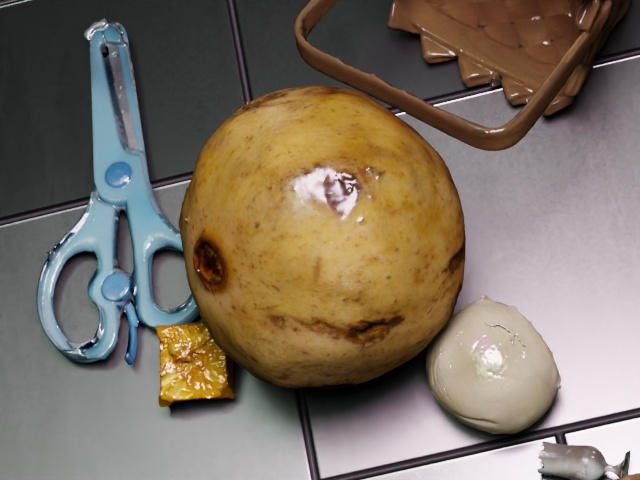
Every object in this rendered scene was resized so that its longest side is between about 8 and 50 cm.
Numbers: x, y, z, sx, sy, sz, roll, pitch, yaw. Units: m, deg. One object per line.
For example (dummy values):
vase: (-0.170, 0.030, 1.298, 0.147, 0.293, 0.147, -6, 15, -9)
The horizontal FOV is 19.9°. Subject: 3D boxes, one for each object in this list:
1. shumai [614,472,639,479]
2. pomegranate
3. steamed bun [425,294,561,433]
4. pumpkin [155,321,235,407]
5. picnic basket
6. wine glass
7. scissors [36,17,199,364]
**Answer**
shumai: (0.280, 0.264, 1.582, 0.145, 0.116, 0.145, -4, 66, 10)
pomegranate: (0.000, 0.000, 1.681, 0.281, 0.281, 0.281, -4, 65, 9)
steamed bun: (0.155, 0.116, 1.690, 0.112, 0.091, 0.130, -37, 65, -5)
pumpkin: (-0.121, 0.118, 1.766, 0.074, 0.054, 0.083, -3, 86, 2)
picnic basket: (0.155, -0.248, 1.744, 0.254, 0.291, 0.321, 30, 66, 22)
wine glass: (0.240, 0.203, 1.665, 0.083, 0.039, 0.042, 7, 52, 19)
scissors: (-0.210, -0.055, 1.874, 0.180, 0.032, 0.393, -11, 65, 7)
